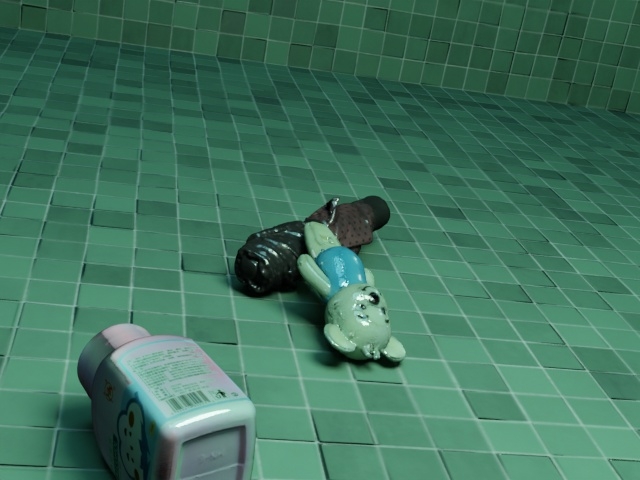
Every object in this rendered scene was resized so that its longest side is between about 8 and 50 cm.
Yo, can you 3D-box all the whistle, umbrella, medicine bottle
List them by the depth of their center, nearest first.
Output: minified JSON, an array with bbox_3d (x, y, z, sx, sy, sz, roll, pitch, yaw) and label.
[{"bbox_3d":[-0.140,0.151,0.840,0.094,0.119,0.188,-9,29,-33],"label":"medicine bottle"},{"bbox_3d":[0.029,0.055,1.166,0.113,0.077,0.236,13,35,-30],"label":"whistle"},{"bbox_3d":[0.000,0.000,1.333,0.090,0.094,0.326,-30,-5,38],"label":"umbrella"}]
